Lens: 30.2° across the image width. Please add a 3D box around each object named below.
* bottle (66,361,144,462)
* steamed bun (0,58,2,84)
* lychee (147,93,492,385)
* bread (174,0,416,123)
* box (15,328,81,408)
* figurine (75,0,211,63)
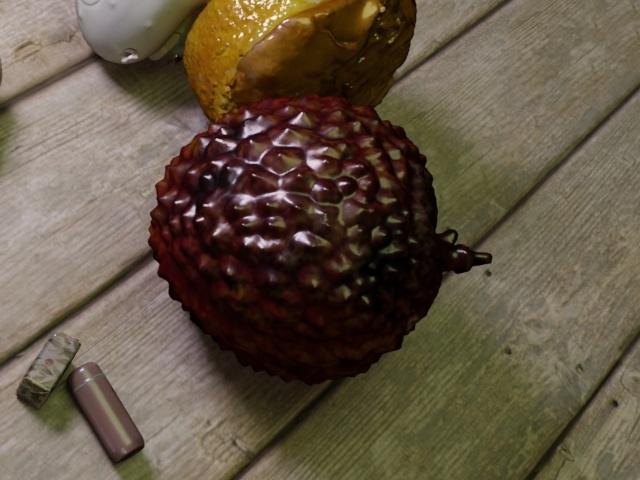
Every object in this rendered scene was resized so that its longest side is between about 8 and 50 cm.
[{"bbox_3d":[-0.297,0.236,1.637,0.053,0.053,0.140,-25,75,-39],"label":"bottle"},{"bbox_3d":[-0.596,-0.251,1.729,0.238,0.152,0.170,33,43,-27],"label":"steamed bun"},{"bbox_3d":[0.000,0.000,1.725,0.499,0.425,0.425,14,53,-2],"label":"lychee"},{"bbox_3d":[-0.028,-0.300,1.943,0.398,0.398,0.215,-24,65,-39],"label":"bread"},{"bbox_3d":[-0.373,0.175,1.627,0.045,0.062,0.098,31,51,-7],"label":"box"},{"bbox_3d":[-0.204,-0.379,1.981,0.394,0.274,0.227,11,74,-47],"label":"figurine"}]
